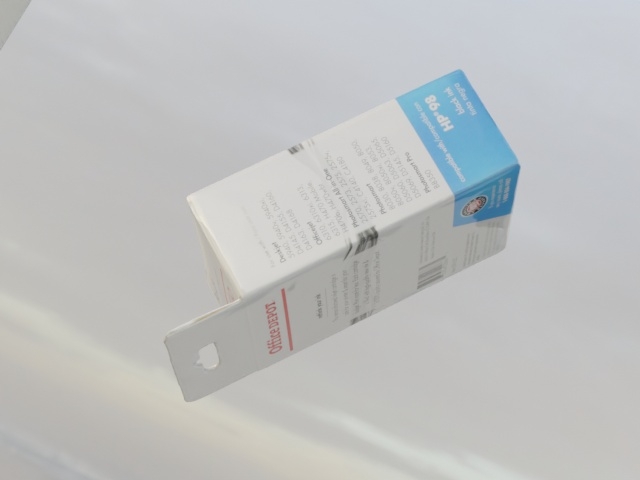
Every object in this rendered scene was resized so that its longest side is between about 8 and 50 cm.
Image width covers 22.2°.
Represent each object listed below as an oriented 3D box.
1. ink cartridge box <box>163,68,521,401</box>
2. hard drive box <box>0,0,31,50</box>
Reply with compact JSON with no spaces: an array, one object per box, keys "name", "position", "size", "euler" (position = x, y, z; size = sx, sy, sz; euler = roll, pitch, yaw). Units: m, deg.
[{"name":"ink cartridge box","position":[0.000,0.000,0.775],"size":[0.060,0.180,0.104],"euler":[61,-10,21]},{"name":"hard drive box","position":[-0.293,-0.155,1.045],"size":[0.181,0.232,0.089],"euler":[30,25,-15]}]
